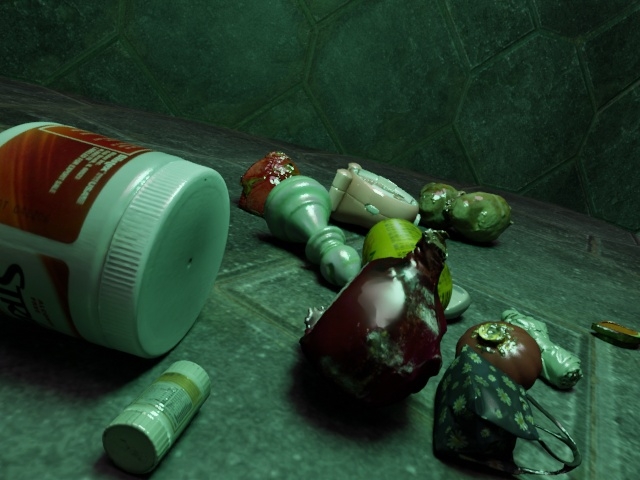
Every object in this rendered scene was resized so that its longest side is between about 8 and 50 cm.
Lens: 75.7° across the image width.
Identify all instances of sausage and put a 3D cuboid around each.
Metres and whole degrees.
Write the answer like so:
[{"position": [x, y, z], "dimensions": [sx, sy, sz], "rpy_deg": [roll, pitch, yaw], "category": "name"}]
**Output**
[{"position": [0.131, 0.040, 0.676], "dimensions": [0.123, 0.123, 0.347], "rpy_deg": [15, 13, 1], "category": "sausage"}]

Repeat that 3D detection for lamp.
[{"position": [0.218, 0.145, 0.509], "dimensions": [0.101, 0.090, 0.101], "rpy_deg": [-17, 27, 9], "category": "lamp"}]

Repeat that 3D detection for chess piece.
[{"position": [0.000, 0.000, 0.747], "dimensions": [0.139, 0.139, 0.272], "rpy_deg": [3, 33, -32], "category": "chess piece"}]

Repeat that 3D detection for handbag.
[{"position": [0.193, 0.180, 0.415], "dimensions": [0.139, 0.072, 0.115], "rpy_deg": [22, 18, 9], "category": "handbag"}]

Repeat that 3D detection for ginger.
[{"position": [0.414, -0.099, 1.263], "dimensions": [0.244, 0.155, 0.304], "rpy_deg": [-8, 29, -45], "category": "ginger"}]

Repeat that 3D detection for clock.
[{"position": [0.142, -0.088, 1.082], "dimensions": [0.241, 0.142, 0.227], "rpy_deg": [26, 20, 5], "category": "clock"}]

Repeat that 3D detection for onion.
[{"position": [0.081, 0.084, 0.438], "dimensions": [0.135, 0.198, 0.173], "rpy_deg": [46, 16, -2], "category": "onion"}]

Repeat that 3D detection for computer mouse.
[{"position": [0.207, 0.107, 0.689], "dimensions": [0.096, 0.039, 0.066], "rpy_deg": [-20, 34, -30], "category": "computer mouse"}]

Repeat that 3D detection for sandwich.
[{"position": [0.564, 0.177, 0.778], "dimensions": [0.101, 0.026, 0.069], "rpy_deg": [5, 16, -35], "category": "sandwich"}]

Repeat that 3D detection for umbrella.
[{"position": [0.317, 0.152, 0.608], "dimensions": [0.067, 0.062, 0.143], "rpy_deg": [-20, 31, -4], "category": "umbrella"}]

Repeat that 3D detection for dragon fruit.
[{"position": [-0.108, -0.134, 0.985], "dimensions": [0.127, 0.161, 0.120], "rpy_deg": [14, 13, 36], "category": "dragon fruit"}]

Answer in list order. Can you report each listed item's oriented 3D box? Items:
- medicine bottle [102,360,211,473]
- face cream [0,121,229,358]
[{"position": [-0.127, 0.138, 0.332], "dimensions": [0.047, 0.047, 0.083], "rpy_deg": [17, 19, 7], "category": "medicine bottle"}, {"position": [-0.219, -0.002, 0.425], "dimensions": [0.187, 0.201, 0.201], "rpy_deg": [16, 18, 5], "category": "face cream"}]
